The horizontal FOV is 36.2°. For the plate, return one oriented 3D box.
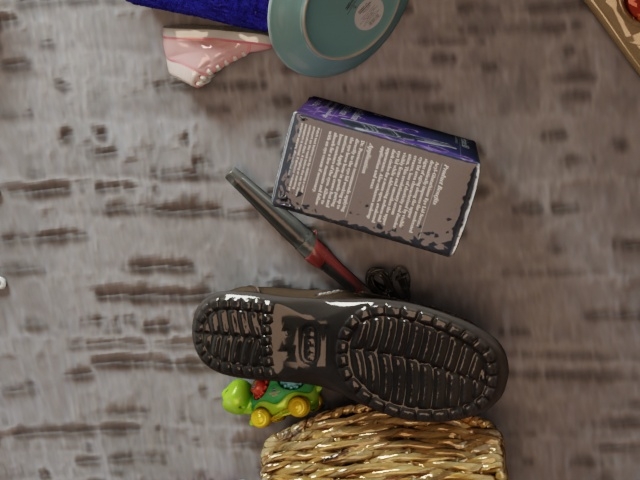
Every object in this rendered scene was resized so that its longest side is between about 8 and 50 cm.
[{"bbox_3d":[0.029,-0.254,1.040,0.024,0.188,0.188,45,111,39],"label":"plate"}]

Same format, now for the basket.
[{"bbox_3d":[0.085,0.315,1.221,0.299,0.223,0.214,-6,71,9],"label":"basket"}]

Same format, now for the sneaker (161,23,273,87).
[{"bbox_3d":[-0.116,-0.210,1.124,0.134,0.051,0.070,4,107,9],"label":"sneaker"}]

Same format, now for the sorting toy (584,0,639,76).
[{"bbox_3d":[0.454,-0.290,1.036,0.307,0.041,0.229,-38,98,15],"label":"sorting toy"}]

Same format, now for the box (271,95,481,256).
[{"bbox_3d":[0.064,-0.076,1.086,0.207,0.153,0.108,15,106,1],"label":"box"}]

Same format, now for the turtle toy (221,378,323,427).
[{"bbox_3d":[-0.059,0.193,1.212,0.130,0.095,0.066,-17,82,11],"label":"turtle toy"}]

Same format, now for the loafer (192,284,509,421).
[{"bbox_3d":[0.040,0.109,1.149,0.365,0.130,0.134,12,104,10],"label":"loafer"}]

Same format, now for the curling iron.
[{"bbox_3d":[0.000,0.000,1.173,0.274,0.035,0.068,37,109,-5],"label":"curling iron"}]

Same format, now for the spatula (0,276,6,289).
[{"bbox_3d":[-0.520,-0.012,1.243,0.242,0.019,0.168,4,105,6],"label":"spatula"}]

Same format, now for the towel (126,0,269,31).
[{"bbox_3d":[-0.138,-0.355,0.974,0.227,0.076,0.308,19,141,23],"label":"towel"}]
